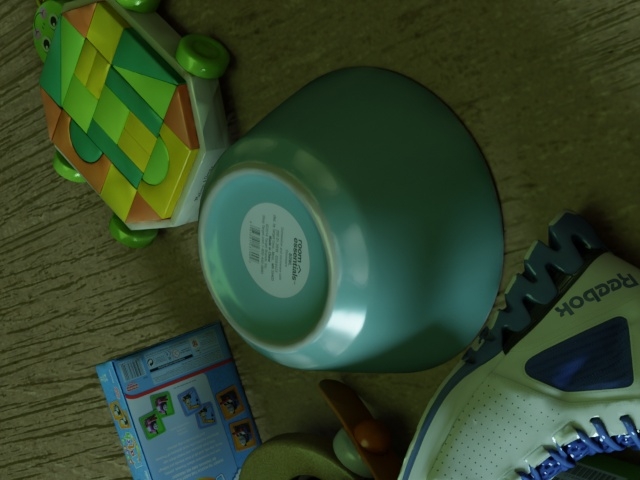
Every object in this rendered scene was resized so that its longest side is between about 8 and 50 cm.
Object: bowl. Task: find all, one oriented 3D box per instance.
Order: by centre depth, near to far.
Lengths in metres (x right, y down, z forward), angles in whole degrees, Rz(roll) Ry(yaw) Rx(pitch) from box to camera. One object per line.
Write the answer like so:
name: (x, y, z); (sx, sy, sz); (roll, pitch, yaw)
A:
bowl: (0.000, 0.000, 1.258); (0.311, 0.163, 0.311); (16, 114, 40)

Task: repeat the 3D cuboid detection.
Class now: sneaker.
sneaker: (0.201, 0.140, 1.069); (0.182, 0.127, 0.315); (28, 78, 23)

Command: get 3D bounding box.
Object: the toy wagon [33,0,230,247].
toy wagon: (-0.236, -0.167, 1.492); (0.344, 0.068, 0.267); (45, 129, 24)

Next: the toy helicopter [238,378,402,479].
toy helicopter: (0.072, 0.286, 1.331); (0.355, 0.140, 0.235); (15, 104, 28)

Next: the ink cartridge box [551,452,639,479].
ink cartridge box: (0.274, 0.327, 1.153); (0.189, 0.097, 0.255); (13, 126, 40)

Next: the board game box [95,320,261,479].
board game box: (-0.144, 0.212, 1.459); (0.039, 0.160, 0.211); (-20, 88, 45)
